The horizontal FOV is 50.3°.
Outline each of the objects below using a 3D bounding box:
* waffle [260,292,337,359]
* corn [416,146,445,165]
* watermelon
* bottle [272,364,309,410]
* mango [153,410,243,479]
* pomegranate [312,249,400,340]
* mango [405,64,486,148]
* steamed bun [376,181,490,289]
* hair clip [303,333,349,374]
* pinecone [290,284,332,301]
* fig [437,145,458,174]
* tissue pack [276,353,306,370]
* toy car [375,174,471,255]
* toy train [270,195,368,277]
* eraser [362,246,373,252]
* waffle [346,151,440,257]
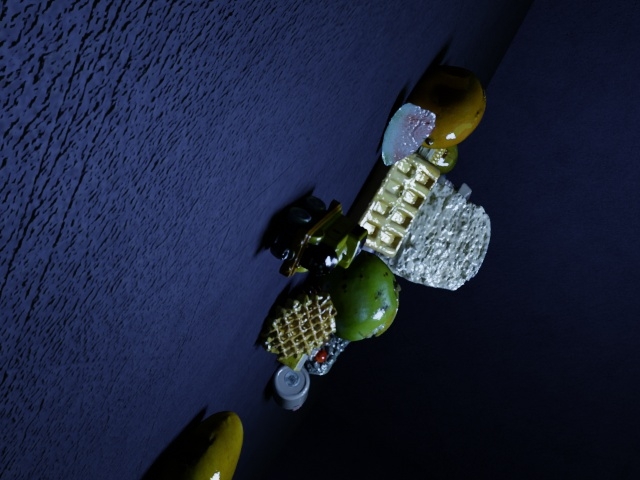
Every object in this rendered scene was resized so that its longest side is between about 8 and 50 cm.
[{"bbox_3d":[-0.044,0.187,1.469,0.191,0.038,0.191,-19,135,-21],"label":"waffle"},{"bbox_3d":[0.287,-0.292,1.786,0.123,0.122,0.305,35,82,-49],"label":"corn"},{"bbox_3d":[0.187,-0.240,1.510,0.081,0.094,0.180,-55,-175,-40],"label":"watermelon"},{"bbox_3d":[-0.090,0.444,2.034,0.110,0.110,0.233,-56,170,-22],"label":"bottle"},{"bbox_3d":[-0.228,0.434,1.274,0.262,0.130,0.167,-57,167,-52],"label":"mango"},{"bbox_3d":[0.050,0.155,1.679,0.301,0.236,0.236,-28,179,16],"label":"pomegranate"},{"bbox_3d":[0.301,-0.315,1.622,0.236,0.166,0.136,-55,174,-21],"label":"mango"},{"bbox_3d":[0.326,0.004,1.918,0.290,0.272,0.273,-56,173,-2],"label":"steamed bun"},{"bbox_3d":[0.020,0.333,2.264,0.321,0.138,0.091,-42,130,-57],"label":"hair clip"},{"bbox_3d":[-0.026,0.154,1.543,0.109,0.102,0.102,-9,131,-58],"label":"pinecone"},{"bbox_3d":[0.312,-0.267,1.987,0.142,0.186,0.148,10,91,-35],"label":"fig"},{"bbox_3d":[-0.045,0.270,1.884,0.176,0.062,0.095,-58,168,-5],"label":"tissue pack"},{"bbox_3d":[0.305,-0.063,2.180,0.336,0.226,0.242,-60,170,-4],"label":"toy car"},{"bbox_3d":[0.000,0.000,1.134,0.089,0.127,0.219,-65,170,26],"label":"toy train"},{"bbox_3d":[0.138,-0.035,1.849,0.279,0.081,0.124,-59,171,-6],"label":"eraser"},{"bbox_3d":[0.175,-0.097,1.679,0.168,0.057,0.274,25,97,-39],"label":"waffle"}]
